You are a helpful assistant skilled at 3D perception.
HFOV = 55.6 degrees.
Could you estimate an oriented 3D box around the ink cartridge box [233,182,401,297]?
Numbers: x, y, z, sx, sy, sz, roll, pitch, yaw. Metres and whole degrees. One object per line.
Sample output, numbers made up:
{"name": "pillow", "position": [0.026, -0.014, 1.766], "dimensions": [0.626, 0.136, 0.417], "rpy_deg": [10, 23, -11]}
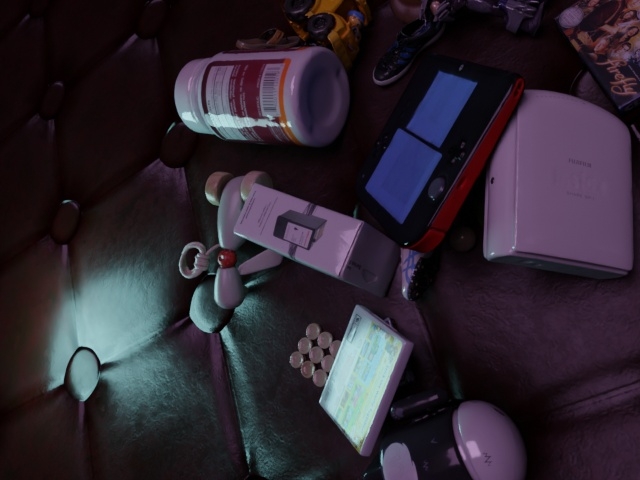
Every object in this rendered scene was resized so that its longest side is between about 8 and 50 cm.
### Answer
{"name": "ink cartridge box", "position": [0.000, 0.000, 1.273], "dimensions": [0.289, 0.211, 0.121], "rpy_deg": [22, 87, 34]}

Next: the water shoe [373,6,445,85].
{"name": "water shoe", "position": [0.184, -0.438, 1.358], "dimensions": [0.203, 0.080, 0.073], "rpy_deg": [-44, 58, 15]}

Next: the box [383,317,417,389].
{"name": "box", "position": [0.129, 0.238, 1.232], "dimensions": [0.094, 0.027, 0.137], "rpy_deg": [-31, 62, 22]}

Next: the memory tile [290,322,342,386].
{"name": "memory tile", "position": [0.007, 0.257, 1.314], "dimensions": [0.148, 0.012, 0.113], "rpy_deg": [31, 94, 34]}

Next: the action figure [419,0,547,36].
{"name": "action figure", "position": [0.319, -0.508, 1.250], "dimensions": [0.285, 0.099, 0.185], "rpy_deg": [14, 69, 18]}

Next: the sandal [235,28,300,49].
{"name": "sandal", "position": [-0.126, -0.506, 1.525], "dimensions": [0.072, 0.180, 0.049], "rpy_deg": [41, 135, 48]}

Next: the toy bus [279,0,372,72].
{"name": "toy bus", "position": [0.046, -0.540, 1.452], "dimensions": [0.211, 0.149, 0.220], "rpy_deg": [-40, 60, -2]}

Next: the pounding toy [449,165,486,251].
{"name": "pounding toy", "position": [0.335, -0.089, 1.145], "dimensions": [0.237, 0.110, 0.182], "rpy_deg": [-19, 67, 27]}

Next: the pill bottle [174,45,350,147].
{"name": "pill bottle", "position": [-0.148, -0.342, 1.454], "dimensions": [0.392, 0.224, 0.223], "rpy_deg": [10, 82, 35]}

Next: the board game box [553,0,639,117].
{"name": "board game box", "position": [0.566, -0.370, 1.119], "dimensions": [0.165, 0.042, 0.243], "rpy_deg": [-32, 62, 21]}

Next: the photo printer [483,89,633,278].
{"name": "photo printer", "position": [0.404, -0.102, 1.031], "dimensions": [0.107, 0.256, 0.307], "rpy_deg": [150, 128, -69]}

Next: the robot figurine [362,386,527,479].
{"name": "robot figurine", "position": [0.216, 0.385, 1.053], "dimensions": [0.278, 0.209, 0.173], "rpy_deg": [-30, 33, 23]}

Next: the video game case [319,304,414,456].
{"name": "video game case", "position": [0.082, 0.261, 1.173], "dimensions": [0.206, 0.026, 0.226], "rpy_deg": [31, 102, 64]}

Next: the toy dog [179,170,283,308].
{"name": "toy dog", "position": [-0.182, -0.018, 1.456], "dimensions": [0.220, 0.161, 0.333], "rpy_deg": [34, 110, 32]}

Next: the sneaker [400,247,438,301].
{"name": "sneaker", "position": [0.190, 0.007, 1.229], "dimensions": [0.086, 0.085, 0.237], "rpy_deg": [-2, 73, 38]}

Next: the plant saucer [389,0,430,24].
{"name": "plant saucer", "position": [0.242, -0.591, 1.393], "dimensions": [0.199, 0.036, 0.198], "rpy_deg": [-10, 72, 31]}

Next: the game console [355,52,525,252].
{"name": "game console", "position": [0.197, -0.181, 1.152], "dimensions": [0.341, 0.060, 0.386], "rpy_deg": [-65, 21, 16]}
